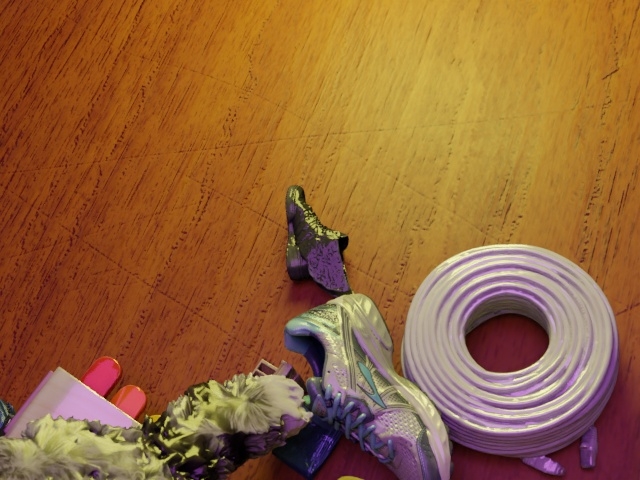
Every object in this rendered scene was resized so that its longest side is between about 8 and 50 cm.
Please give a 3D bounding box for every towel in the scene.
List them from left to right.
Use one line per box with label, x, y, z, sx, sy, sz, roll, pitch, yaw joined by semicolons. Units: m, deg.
towel;-0.004;0.228;1.055;0.067;0.029;0.119;26;70;27

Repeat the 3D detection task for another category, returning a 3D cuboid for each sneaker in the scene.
sneaker;-0.001;-0.001;1.176;0.089;0.051;0.170;-6;64;11
sneaker;0.045;0.194;0.990;0.122;0.110;0.283;-11;51;-28

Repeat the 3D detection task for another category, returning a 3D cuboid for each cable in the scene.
cable;0.220;0.126;1.020;0.257;0.089;0.257;12;64;20

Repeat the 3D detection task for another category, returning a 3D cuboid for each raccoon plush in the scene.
raccoon plush;-0.210;0.339;0.895;0.446;0.299;0.216;-7;48;-34

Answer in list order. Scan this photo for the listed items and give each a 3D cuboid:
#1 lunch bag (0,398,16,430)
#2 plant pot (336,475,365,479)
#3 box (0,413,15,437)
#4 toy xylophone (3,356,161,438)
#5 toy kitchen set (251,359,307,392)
lunch bag;-0.447;0.250;1.136;0.098;0.065;0.067;-36;59;-7
plant pot;0.057;0.401;0.830;0.254;0.254;0.239;33;89;28
box;-0.389;0.277;1.106;0.052;0.062;0.083;16;66;21
toy xylophone;-0.260;0.292;1.013;0.322;0.081;0.236;39;75;16
toy kitchen set;-0.070;0.182;1.066;0.075;0.083;0.068;27;70;26
